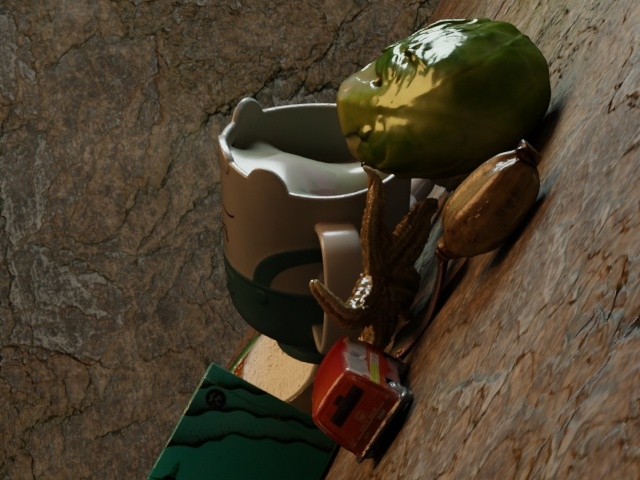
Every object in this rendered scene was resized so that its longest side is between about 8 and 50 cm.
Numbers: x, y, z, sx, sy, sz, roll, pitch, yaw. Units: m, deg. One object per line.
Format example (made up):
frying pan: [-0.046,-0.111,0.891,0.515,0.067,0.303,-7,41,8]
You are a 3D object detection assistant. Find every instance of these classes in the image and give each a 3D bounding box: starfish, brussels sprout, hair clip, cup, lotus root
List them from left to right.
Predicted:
cup: [0.000,0.000,1.698,0.290,0.219,0.258,-110,17,-55]
starfish: [0.062,0.035,1.538,0.236,0.062,0.277,-40,-41,-50]
hair clip: [0.106,0.060,1.505,0.054,0.022,0.137,-66,0,-62]
brussels sprout: [0.131,-0.139,1.535,0.223,0.161,0.223,-26,16,8]
lotus root: [0.151,-0.026,1.352,0.152,0.063,0.072,-49,36,30]

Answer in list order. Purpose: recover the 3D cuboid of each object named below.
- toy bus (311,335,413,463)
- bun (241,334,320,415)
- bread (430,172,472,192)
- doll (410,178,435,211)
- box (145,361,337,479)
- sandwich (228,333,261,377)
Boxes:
toy bus: [0.035,0.142,1.413,0.079,0.077,0.174,-58,5,9]
bun: [-0.021,0.165,1.834,0.138,0.094,0.138,-25,43,25]
bread: [0.160,-0.109,1.725,0.106,0.082,0.125,-48,-4,7]
doll: [0.124,-0.073,1.859,0.160,0.059,0.161,-48,8,19]
box: [-0.096,0.259,1.534,0.226,0.161,0.042,-62,1,-28]
sandwich: [-0.116,0.259,2.355,0.159,0.079,0.235,-34,27,54]
